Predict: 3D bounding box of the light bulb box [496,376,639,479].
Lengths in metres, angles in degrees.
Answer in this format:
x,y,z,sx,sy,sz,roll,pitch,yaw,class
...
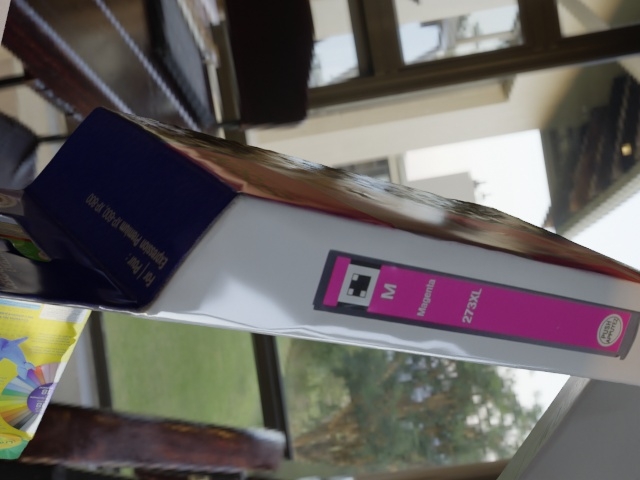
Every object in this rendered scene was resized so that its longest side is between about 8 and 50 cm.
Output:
x,y,z,sx,sy,sz,roll,pitch,yaw,class
0.327,0.177,0.658,0.358,0.361,0.225,-59,167,14,light bulb box

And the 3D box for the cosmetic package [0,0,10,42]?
x,y,z,sx,sy,sz,roll,pitch,yaw,class
-0.502,-0.170,1.136,0.097,0.284,0.377,39,52,-56,cosmetic package

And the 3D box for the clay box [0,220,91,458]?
x,y,z,sx,sy,sz,roll,pitch,yaw,class
-0.275,0.087,0.843,0.222,0.127,0.053,-59,-145,27,clay box

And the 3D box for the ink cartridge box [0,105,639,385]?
x,y,z,sx,sy,sz,roll,pitch,yaw,class
0.000,0.000,0.520,0.176,0.371,0.069,32,-71,55,ink cartridge box
